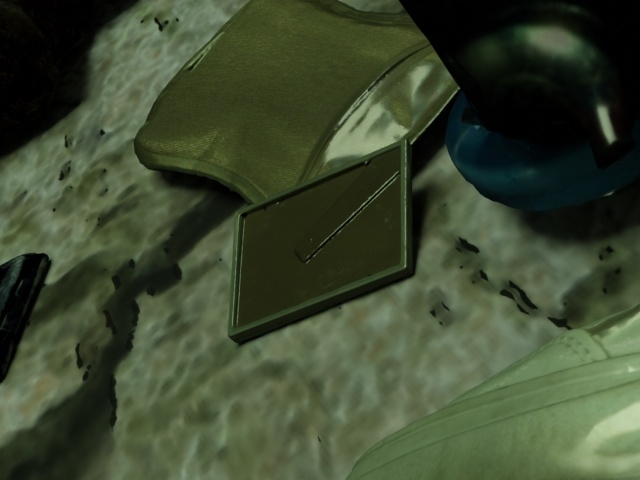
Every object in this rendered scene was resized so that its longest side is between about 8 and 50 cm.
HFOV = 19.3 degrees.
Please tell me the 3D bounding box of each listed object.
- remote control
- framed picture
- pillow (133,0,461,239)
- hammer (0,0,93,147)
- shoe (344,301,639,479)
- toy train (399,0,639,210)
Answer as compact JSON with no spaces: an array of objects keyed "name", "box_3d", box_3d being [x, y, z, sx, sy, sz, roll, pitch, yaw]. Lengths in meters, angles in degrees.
[{"name":"remote control","box_3d":[-0.159,0.039,0.911,0.039,0.014,0.096,-25,29,27]},{"name":"framed picture","box_3d":[0.000,0.000,0.759,0.089,0.007,0.066,-23,47,29]},{"name":"pillow","box_3d":[-0.012,-0.066,0.863,0.130,0.033,0.217,-50,31,-11]},{"name":"hammer","box_3d":[-0.067,-0.221,1.138,0.409,0.095,0.242,-29,28,9]},{"name":"shoe","box_3d":[0.143,0.017,0.429,0.316,0.124,0.159,-10,50,35]},{"name":"toy train","box_3d":[0.135,-0.161,0.667,0.265,0.188,0.300,-21,31,24]}]
